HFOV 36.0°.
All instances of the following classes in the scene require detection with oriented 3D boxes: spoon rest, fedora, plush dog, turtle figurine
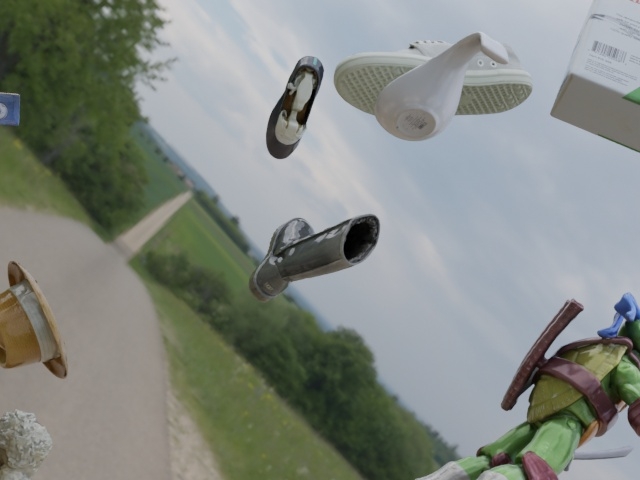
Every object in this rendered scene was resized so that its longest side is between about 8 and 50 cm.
[{"bbox_3d":[0.202,-0.257,1.646,0.137,0.084,0.276,28,-41,-24],"label":"spoon rest"},{"bbox_3d":[-0.417,0.121,1.354,0.194,0.079,0.194,42,-35,39],"label":"fedora"},{"bbox_3d":[-0.565,0.346,1.472,0.225,0.210,0.262,35,-45,-10],"label":"plush dog"},{"bbox_3d":[0.239,0.211,0.878,0.198,0.266,0.274,39,-27,52],"label":"turtle figurine"}]

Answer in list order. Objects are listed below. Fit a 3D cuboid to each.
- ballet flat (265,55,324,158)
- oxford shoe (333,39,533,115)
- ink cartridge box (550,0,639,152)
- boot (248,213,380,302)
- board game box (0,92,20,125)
[{"bbox_3d":[-0.048,-0.233,1.769,0.074,0.203,0.074,20,19,-7],"label":"ballet flat"},{"bbox_3d":[0.216,-0.329,1.930,0.169,0.450,0.130,-48,-128,52],"label":"oxford shoe"},{"bbox_3d":[0.411,-0.232,1.307,0.153,0.208,0.086,24,-34,6],"label":"ink cartridge box"},{"bbox_3d":[0.002,0.001,1.436,0.076,0.189,0.208,41,-46,-16],"label":"boot"},{"bbox_3d":[-0.525,-0.183,1.300,0.243,0.042,0.165,2,8,-18],"label":"board game box"}]
